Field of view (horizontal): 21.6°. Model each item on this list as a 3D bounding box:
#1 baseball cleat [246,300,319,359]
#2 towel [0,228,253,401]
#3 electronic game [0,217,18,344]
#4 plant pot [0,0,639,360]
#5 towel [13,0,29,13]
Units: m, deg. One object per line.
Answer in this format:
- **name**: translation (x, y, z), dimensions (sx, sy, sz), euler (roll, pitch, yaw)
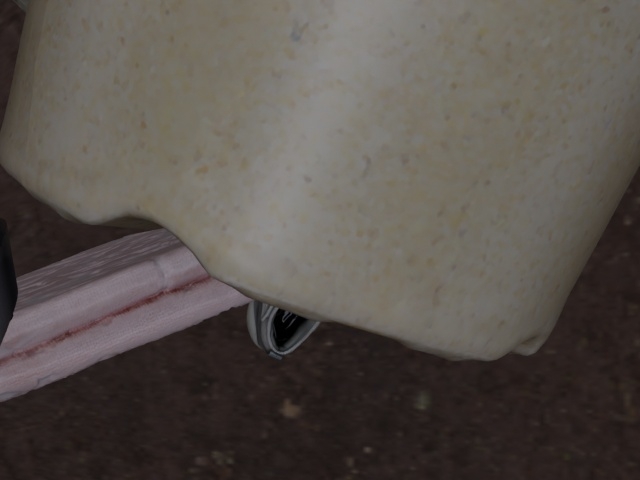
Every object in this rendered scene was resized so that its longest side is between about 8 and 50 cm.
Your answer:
- **baseball cleat**: translation (0.000, 0.000, 1.368), dimensions (0.072, 0.109, 0.205), euler (16, 94, -15)
- **towel**: translation (-0.181, 0.055, 1.030), dimensions (0.317, 0.332, 0.053), euler (-22, 97, -21)
- **electronic game**: translation (-0.181, 0.089, 0.634), dimensions (0.048, 0.229, 0.229), euler (31, 74, -14)
- **plant pot**: translation (0.033, -0.131, 0.628), dimensions (0.334, 0.334, 0.305), euler (17, 96, -24)
- **towel**: translation (-0.332, -0.370, 1.589), dimensions (0.324, 0.312, 0.056), euler (45, 66, -7)
